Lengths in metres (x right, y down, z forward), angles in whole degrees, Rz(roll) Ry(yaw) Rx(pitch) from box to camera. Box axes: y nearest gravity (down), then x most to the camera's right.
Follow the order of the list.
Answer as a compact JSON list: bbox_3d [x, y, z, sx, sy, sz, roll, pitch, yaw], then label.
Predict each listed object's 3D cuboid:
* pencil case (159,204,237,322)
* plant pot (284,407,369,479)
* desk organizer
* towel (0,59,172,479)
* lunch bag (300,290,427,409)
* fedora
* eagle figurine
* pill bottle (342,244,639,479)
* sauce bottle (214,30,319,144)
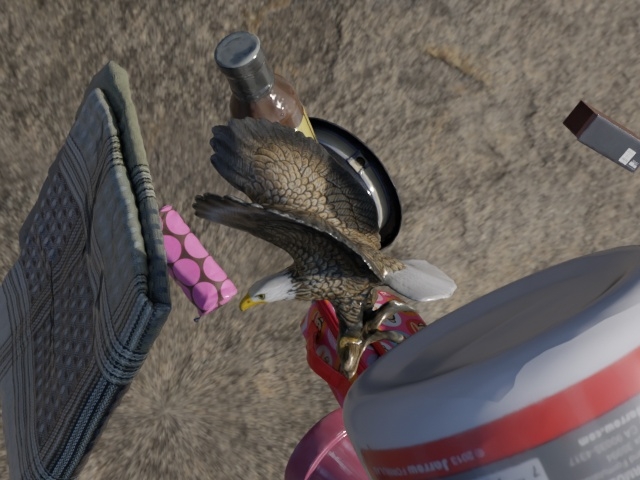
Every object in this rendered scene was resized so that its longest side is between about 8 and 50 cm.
[{"bbox_3d":[-0.246,0.039,1.781,0.095,0.098,0.209,-36,94,-14],"label":"pencil case"},{"bbox_3d":[0.062,0.444,1.847,0.201,0.201,0.180,-43,57,-13],"label":"plant pot"},{"bbox_3d":[0.416,-0.151,1.428,0.130,0.050,0.047,23,114,-32],"label":"desk organizer"},{"bbox_3d":[-0.231,0.043,0.892,0.056,0.312,0.324,11,39,-29],"label":"towel"},{"bbox_3d":[0.088,0.204,1.716,0.258,0.293,0.120,9,121,-33],"label":"lunch bag"},{"bbox_3d":[-0.002,-0.079,1.998,0.334,0.334,0.152,43,53,0],"label":"fedora"},{"bbox_3d":[-0.009,0.006,1.137,0.225,0.226,0.298,-40,118,-30],"label":"eagle figurine"},{"bbox_3d":[0.179,0.204,0.555,0.210,0.210,0.363,-27,93,-12],"label":"pill bottle"},{"bbox_3d":[-0.074,-0.181,1.513,0.111,0.344,0.111,-8,55,12],"label":"sauce bottle"}]
